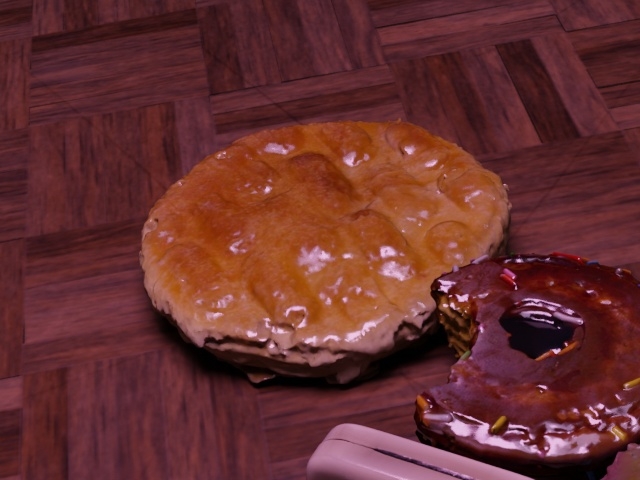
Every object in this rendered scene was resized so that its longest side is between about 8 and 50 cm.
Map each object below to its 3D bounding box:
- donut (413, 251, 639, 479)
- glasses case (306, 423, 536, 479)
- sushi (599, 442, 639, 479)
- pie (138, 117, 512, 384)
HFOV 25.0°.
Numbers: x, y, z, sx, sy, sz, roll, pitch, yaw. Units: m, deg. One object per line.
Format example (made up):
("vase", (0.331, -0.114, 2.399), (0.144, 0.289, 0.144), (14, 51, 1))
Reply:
("donut", (0.176, 0.107, 1.117), (0.216, 0.096, 0.230), (-4, 38, 1))
("glasses case", (0.083, 0.190, 1.039), (0.196, 0.083, 0.050), (15, 43, 25))
("sushi", (0.232, 0.215, 0.967), (0.241, 0.108, 0.161), (-20, 36, -13))
("pie", (0.000, 0.000, 1.300), (0.339, 0.083, 0.339), (-6, 41, 5))
